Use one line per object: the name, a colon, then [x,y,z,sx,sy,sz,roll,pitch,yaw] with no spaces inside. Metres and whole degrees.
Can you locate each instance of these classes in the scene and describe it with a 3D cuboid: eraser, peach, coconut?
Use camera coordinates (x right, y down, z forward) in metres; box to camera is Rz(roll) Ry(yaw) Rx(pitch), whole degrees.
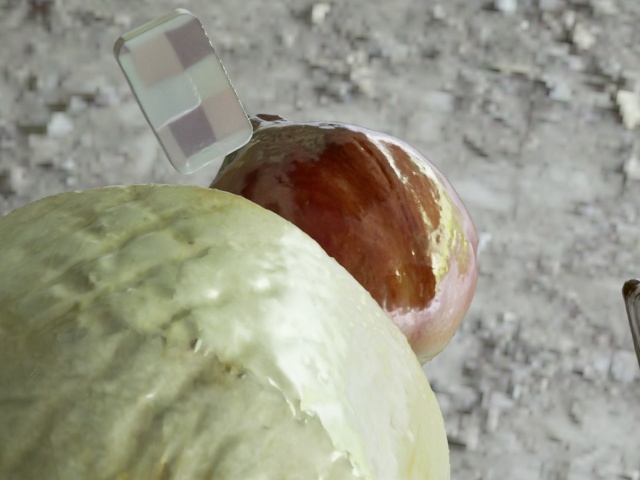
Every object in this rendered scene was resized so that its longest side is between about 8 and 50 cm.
eraser: [-0.095,-0.104,1.205,0.065,0.105,0.026,-27,21,-5]
peach: [0.000,0.000,1.416,0.232,0.232,0.256,-13,74,-25]
coconut: [-0.077,0.127,0.828,0.329,0.329,0.329,3,33,-2]

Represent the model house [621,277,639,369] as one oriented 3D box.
model house: [0.321,0.091,1.224,0.219,0.229,0.199,-13,80,-39]
